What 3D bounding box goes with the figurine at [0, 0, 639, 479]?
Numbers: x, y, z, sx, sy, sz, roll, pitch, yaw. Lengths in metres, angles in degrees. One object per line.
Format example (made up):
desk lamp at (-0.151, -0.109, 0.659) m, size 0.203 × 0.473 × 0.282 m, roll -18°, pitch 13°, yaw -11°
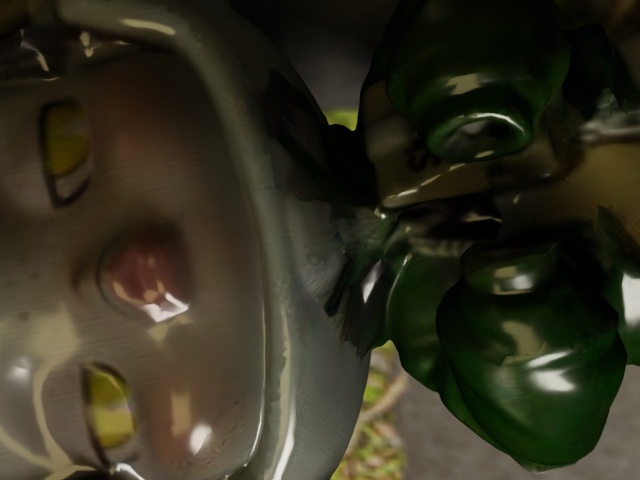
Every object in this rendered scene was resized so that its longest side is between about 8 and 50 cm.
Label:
figurine at (0.000, 0.000, 0.499) m, size 0.369 × 0.167 × 0.281 m, roll -12°, pitch 87°, yaw 14°
